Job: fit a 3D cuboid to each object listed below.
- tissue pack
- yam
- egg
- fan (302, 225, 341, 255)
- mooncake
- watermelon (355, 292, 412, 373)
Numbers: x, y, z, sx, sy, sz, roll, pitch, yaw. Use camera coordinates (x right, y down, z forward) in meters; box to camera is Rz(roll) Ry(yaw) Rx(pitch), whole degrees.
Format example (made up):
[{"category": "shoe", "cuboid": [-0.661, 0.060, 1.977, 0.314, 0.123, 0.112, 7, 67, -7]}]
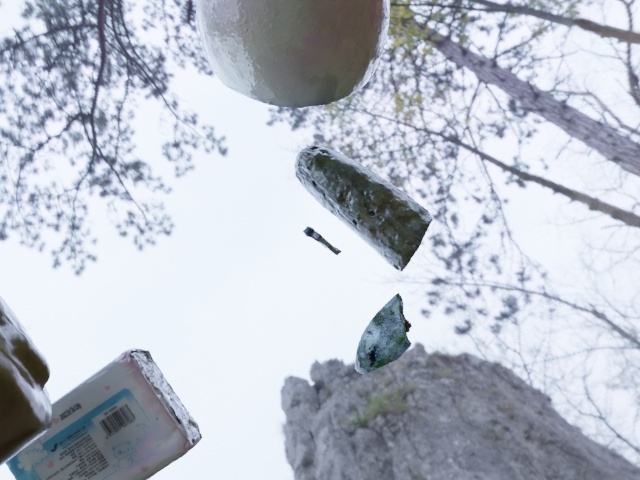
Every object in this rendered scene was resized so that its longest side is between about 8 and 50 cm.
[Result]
[{"category": "tissue pack", "cuboid": [-0.363, 0.331, 1.162, 0.271, 0.124, 0.201, -34, -89, -1]}, {"category": "yam", "cuboid": [0.079, -0.077, 1.381, 0.133, 0.330, 0.133, -43, -22, -22]}, {"category": "egg", "cuboid": [-0.045, -0.464, 1.226, 0.355, 0.354, 0.339, -19, -34, -17]}, {"category": "fan", "cuboid": [0.000, 0.000, 1.157, 0.016, 0.038, 0.193, -56, -16, -1]}, {"category": "mooncake", "cuboid": [-0.320, 0.073, 0.574, 0.117, 0.235, 0.234, -38, -52, -17]}, {"category": "watermelon", "cuboid": [0.122, 0.193, 1.294, 0.155, 0.101, 0.080, -38, -47, 4]}]
